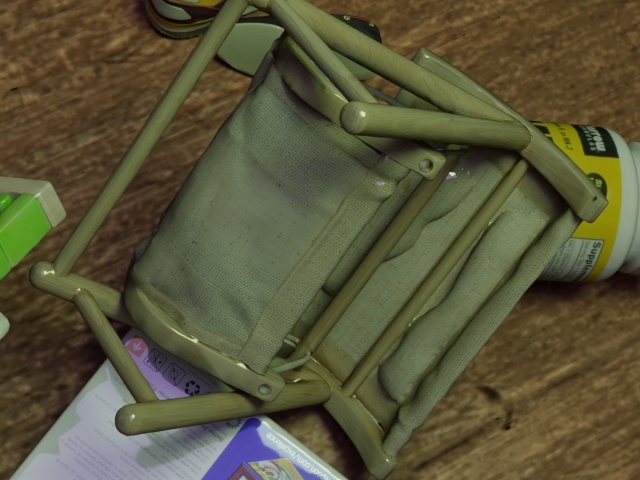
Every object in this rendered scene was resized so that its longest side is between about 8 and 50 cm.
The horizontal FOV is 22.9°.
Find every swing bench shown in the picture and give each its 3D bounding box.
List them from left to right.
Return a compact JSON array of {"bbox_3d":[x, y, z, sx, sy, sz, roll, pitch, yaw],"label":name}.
[{"bbox_3d":[0.000,0.000,1.018,0.254,0.253,0.165,17,27,-45],"label":"swing bench"}]

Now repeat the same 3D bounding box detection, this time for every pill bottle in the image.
[{"bbox_3d":[0.162,-0.029,1.173,0.208,0.119,0.119,4,70,-12],"label":"pill bottle"}]

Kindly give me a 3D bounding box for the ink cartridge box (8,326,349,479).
[{"bbox_3d":[-0.107,0.195,1.063,0.206,0.045,0.208,38,75,3],"label":"ink cartridge box"}]

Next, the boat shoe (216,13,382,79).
[{"bbox_3d":[-0.017,-0.152,1.219,0.133,0.049,0.042,4,42,-5],"label":"boat shoe"}]

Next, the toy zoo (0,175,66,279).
[{"bbox_3d":[-0.317,0.055,0.980,0.192,0.030,0.293,6,43,36],"label":"toy zoo"}]

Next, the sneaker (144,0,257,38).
[{"bbox_3d":[-0.048,-0.220,1.212,0.185,0.084,0.069,-34,81,-21],"label":"sneaker"}]

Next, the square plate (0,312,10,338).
[{"bbox_3d":[-0.400,0.082,0.917,0.344,0.347,0.049,-38,127,-22],"label":"square plate"}]
